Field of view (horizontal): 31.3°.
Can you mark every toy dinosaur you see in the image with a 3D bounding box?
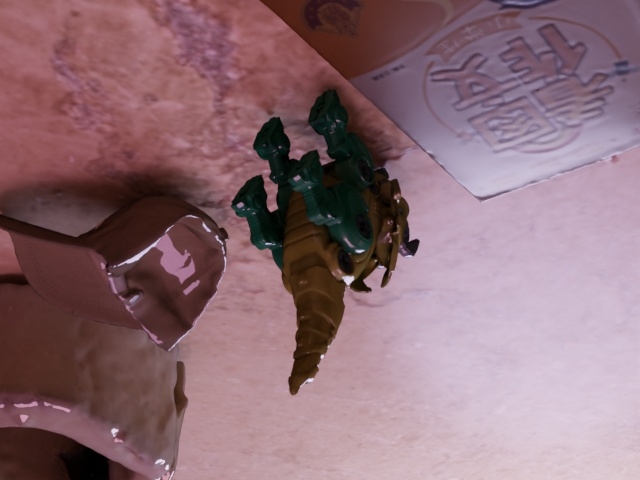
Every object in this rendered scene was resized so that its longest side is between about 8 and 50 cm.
[{"bbox_3d":[0.000,0.000,0.826,0.094,0.259,0.153,-24,112,32],"label":"toy dinosaur"}]

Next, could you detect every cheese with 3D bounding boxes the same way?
[{"bbox_3d":[-0.286,0.180,1.198,0.292,0.153,0.332,19,146,-25],"label":"cheese"}]

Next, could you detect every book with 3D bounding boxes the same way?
[{"bbox_3d":[0.127,-0.132,0.792,0.208,0.020,0.295,-21,141,31],"label":"book"}]

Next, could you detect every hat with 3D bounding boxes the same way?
[{"bbox_3d":[-0.184,-0.002,0.997,0.173,0.144,0.166,40,161,25],"label":"hat"}]
